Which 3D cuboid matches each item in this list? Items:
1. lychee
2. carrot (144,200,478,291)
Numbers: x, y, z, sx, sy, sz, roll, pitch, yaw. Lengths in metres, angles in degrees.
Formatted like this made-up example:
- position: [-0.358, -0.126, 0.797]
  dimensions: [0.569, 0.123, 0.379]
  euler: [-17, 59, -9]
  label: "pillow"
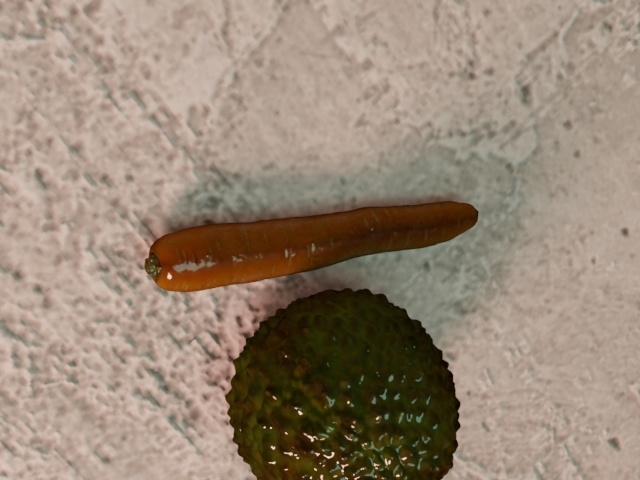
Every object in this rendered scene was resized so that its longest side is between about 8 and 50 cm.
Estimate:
- position: [0.016, 0.114, 0.790]
  dimensions: [0.171, 0.171, 0.171]
  euler: [-8, 111, -21]
  label: "lychee"
- position: [0.000, 0.000, 0.813]
  dimensions: [0.248, 0.043, 0.043]
  euler: [-8, 111, -23]
  label: "carrot"
